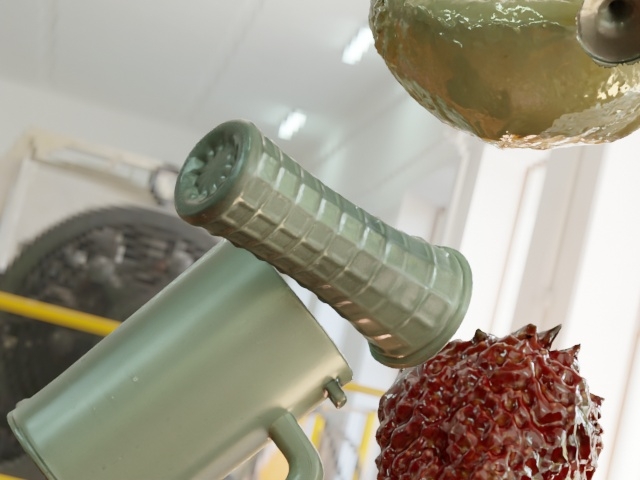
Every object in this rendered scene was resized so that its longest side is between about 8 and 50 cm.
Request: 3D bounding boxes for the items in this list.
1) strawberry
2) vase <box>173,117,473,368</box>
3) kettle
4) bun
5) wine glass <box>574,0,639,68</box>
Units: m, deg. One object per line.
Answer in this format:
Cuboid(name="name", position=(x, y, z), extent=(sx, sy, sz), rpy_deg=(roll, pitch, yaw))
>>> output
Cuboid(name="strawberry", position=(0.188, 0.279, 1.858), extent=(0.292, 0.343, 0.292), rpy_deg=(12, -36, 9))
Cuboid(name="vase", position=(0.000, 0.000, 1.564), extent=(0.299, 0.143, 0.143), rpy_deg=(34, -18, -32))
Cuboid(name="kettle", position=(-0.129, 0.184, 1.682), extent=(0.265, 0.318, 0.205), rpy_deg=(53, -7, -6))
Cuboid(name="bun", position=(0.231, -0.201, 1.732), extent=(0.364, 0.202, 0.364), rpy_deg=(-1, 21, 0))
Cuboid(name="wine glass", position=(0.218, -0.236, 1.294), extent=(0.074, 0.074, 0.262), rpy_deg=(16, 33, -13))
